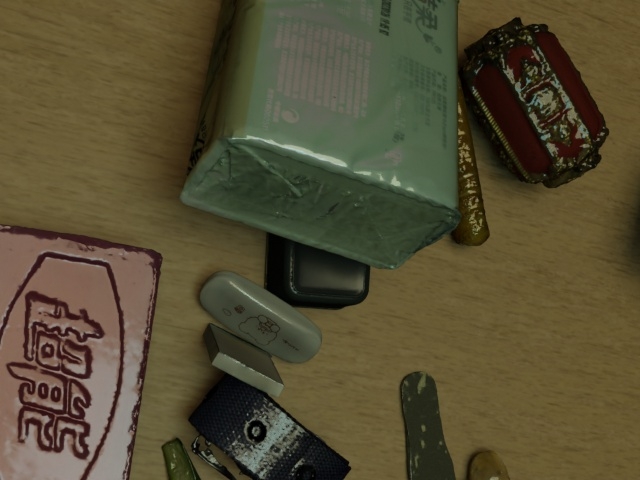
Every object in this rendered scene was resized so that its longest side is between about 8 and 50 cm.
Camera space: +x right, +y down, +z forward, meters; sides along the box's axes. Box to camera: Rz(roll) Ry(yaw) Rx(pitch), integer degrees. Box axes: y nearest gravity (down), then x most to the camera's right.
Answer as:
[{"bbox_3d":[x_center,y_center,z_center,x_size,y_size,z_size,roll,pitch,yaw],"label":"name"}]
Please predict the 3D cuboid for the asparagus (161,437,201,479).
[{"bbox_3d":[-0.172,0.361,1.251,0.045,0.041,0.178,-29,94,-29],"label":"asparagus"}]

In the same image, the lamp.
[{"bbox_3d":[0.339,-0.218,1.440,0.177,0.177,0.274,-37,98,-20],"label":"lamp"}]

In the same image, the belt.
[{"bbox_3d":[-0.075,0.292,1.250,0.230,0.139,0.126,41,79,-13],"label":"belt"}]

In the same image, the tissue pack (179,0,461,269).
[{"bbox_3d":[0.013,-0.201,1.237,0.332,0.205,0.405,19,54,-19],"label":"tissue pack"}]

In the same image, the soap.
[{"bbox_3d":[-0.349,0.175,1.161,0.233,0.128,0.359,10,79,-19],"label":"soap"}]

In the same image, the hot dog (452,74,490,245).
[{"bbox_3d":[0.215,-0.131,1.436,0.068,0.083,0.289,-9,87,-2],"label":"hot dog"}]

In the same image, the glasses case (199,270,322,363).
[{"bbox_3d":[-0.085,0.111,1.292,0.193,0.074,0.049,35,33,-13],"label":"glasses case"}]

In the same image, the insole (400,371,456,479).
[{"bbox_3d":[0.167,0.328,1.398,0.081,0.011,0.248,-7,86,-24],"label":"insole"}]

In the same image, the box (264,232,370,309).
[{"bbox_3d":[0.000,0.000,1.331,0.144,0.090,0.201,7,82,-19],"label":"box"}]

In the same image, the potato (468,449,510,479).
[{"bbox_3d":[0.265,0.374,1.409,0.068,0.062,0.083,0,62,-36],"label":"potato"}]

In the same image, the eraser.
[{"bbox_3d":[-0.107,0.164,1.239,0.104,0.150,0.023,30,93,-15],"label":"eraser"}]
